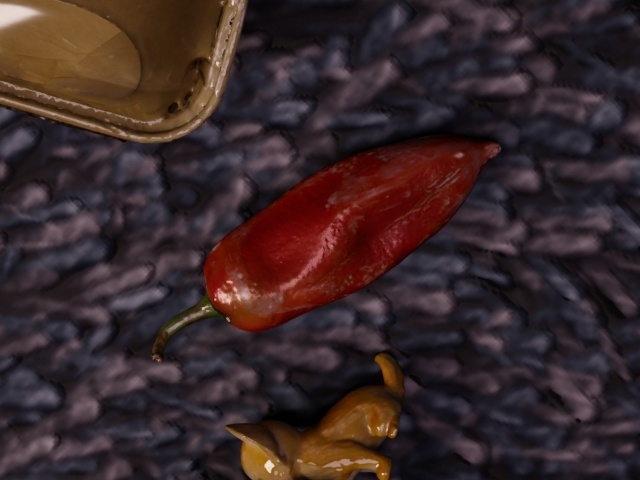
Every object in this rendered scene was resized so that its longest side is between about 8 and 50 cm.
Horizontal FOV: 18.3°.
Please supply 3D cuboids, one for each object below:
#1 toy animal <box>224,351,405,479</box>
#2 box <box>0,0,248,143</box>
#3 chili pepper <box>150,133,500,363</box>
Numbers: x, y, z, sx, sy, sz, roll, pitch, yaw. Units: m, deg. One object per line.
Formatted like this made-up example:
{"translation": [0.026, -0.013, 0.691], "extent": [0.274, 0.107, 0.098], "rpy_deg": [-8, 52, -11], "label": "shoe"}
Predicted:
{"translation": [-0.003, 0.091, 0.969], "extent": [0.083, 0.060, 0.081], "rpy_deg": [7, 87, 3], "label": "toy animal"}
{"translation": [-0.121, -0.112, 0.870], "extent": [0.177, 0.111, 0.111], "rpy_deg": [16, 111, -4], "label": "box"}
{"translation": [-0.001, -0.001, 0.937], "extent": [0.191, 0.050, 0.059], "rpy_deg": [-30, 104, 0], "label": "chili pepper"}
